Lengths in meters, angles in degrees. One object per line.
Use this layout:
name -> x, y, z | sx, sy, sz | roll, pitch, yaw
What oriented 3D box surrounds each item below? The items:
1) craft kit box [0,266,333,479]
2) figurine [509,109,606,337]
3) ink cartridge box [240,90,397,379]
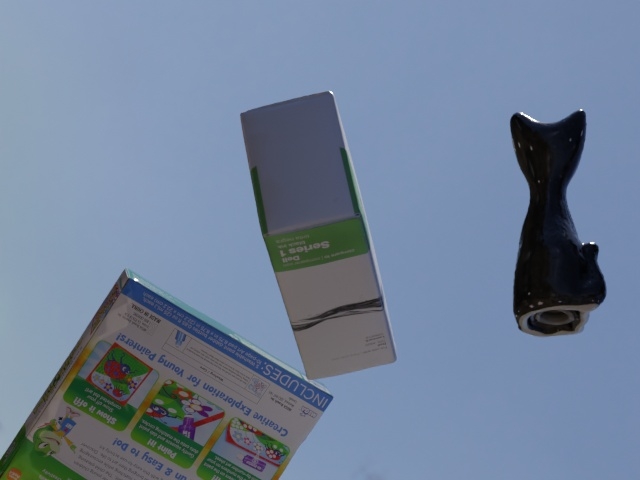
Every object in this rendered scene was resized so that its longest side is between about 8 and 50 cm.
craft kit box -> -0.156, 0.194, 1.890 | 0.250, 0.246, 0.061 | 32, 3, -16
figurine -> 0.277, -0.030, 1.694 | 0.092, 0.215, 0.209 | 64, 23, -67
ink cartridge box -> 0.000, 0.000, 1.715 | 0.219, 0.093, 0.160 | 76, 2, -48
